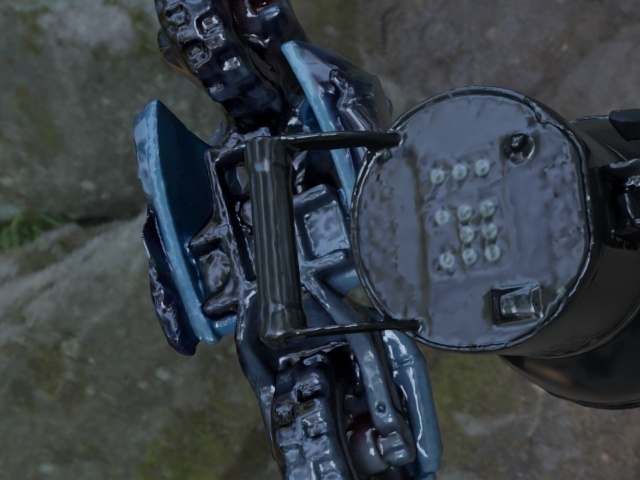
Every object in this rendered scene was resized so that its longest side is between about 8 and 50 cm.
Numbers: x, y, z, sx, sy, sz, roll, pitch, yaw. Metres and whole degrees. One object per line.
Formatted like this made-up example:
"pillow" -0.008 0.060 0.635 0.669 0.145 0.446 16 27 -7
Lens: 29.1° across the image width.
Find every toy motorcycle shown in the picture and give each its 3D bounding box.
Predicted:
"toy motorcycle" 0.000 0.000 0.795 0.172 0.232 0.416 -23 71 15

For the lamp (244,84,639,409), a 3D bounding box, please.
"lamp" 0.098 -0.002 0.508 0.172 0.227 0.147 -8 81 26
